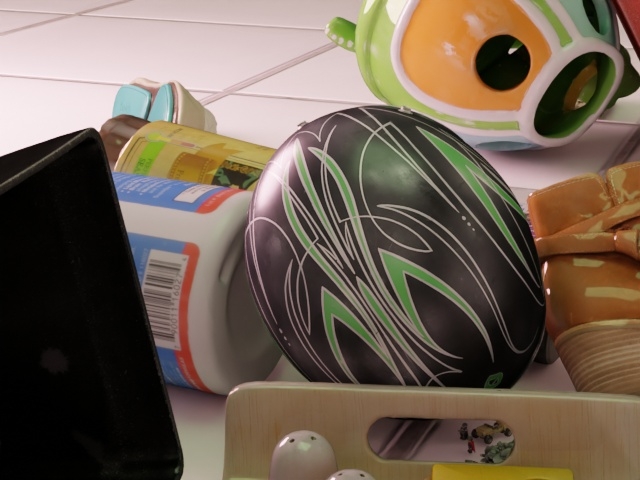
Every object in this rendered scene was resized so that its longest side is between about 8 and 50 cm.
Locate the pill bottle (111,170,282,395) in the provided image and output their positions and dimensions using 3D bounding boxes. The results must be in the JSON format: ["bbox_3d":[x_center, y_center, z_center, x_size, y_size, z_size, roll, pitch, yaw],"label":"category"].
[{"bbox_3d":[-0.134,0.018,0.877,0.222,0.124,0.124,10,20,26],"label":"pill bottle"}]

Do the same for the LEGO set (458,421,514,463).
[{"bbox_3d":[0.098,0.109,0.750,0.054,0.023,0.083,-10,20,-28],"label":"LEGO set"}]

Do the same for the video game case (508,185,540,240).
[{"bbox_3d":[0.092,-0.002,1.075,0.232,0.041,0.210,7,18,21],"label":"video game case"}]

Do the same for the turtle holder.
[{"bbox_3d":[0.184,-0.187,1.423,0.227,0.243,0.320,42,-5,32],"label":"turtle holder"}]

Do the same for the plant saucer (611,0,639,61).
[{"bbox_3d":[0.339,-0.193,1.409,0.048,0.259,0.258,-27,13,13],"label":"plant saucer"}]

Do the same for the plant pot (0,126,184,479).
[{"bbox_3d":[-0.185,0.069,0.645,0.167,0.187,0.188,-8,15,15],"label":"plant pot"}]

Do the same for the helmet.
[{"bbox_3d":[0.038,0.012,0.776,0.169,0.169,0.161,14,-17,38],"label":"helmet"}]

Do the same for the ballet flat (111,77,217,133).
[{"bbox_3d":[-0.143,-0.116,1.397,0.086,0.086,0.248,-5,17,-17],"label":"ballet flat"}]

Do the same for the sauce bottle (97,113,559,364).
[{"bbox_3d":[0.000,0.000,0.940,0.344,0.111,0.111,14,21,22],"label":"sauce bottle"}]

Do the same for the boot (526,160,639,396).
[{"bbox_3d":[0.224,0.020,0.827,0.197,0.073,0.152,-6,60,-11],"label":"boot"}]

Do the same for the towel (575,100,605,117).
[{"bbox_3d":[0.266,-0.166,1.629,0.148,0.027,0.110,6,18,19],"label":"towel"}]

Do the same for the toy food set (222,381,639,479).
[{"bbox_3d":[0.049,0.130,0.569,0.220,0.092,0.306,1,18,5],"label":"toy food set"}]
